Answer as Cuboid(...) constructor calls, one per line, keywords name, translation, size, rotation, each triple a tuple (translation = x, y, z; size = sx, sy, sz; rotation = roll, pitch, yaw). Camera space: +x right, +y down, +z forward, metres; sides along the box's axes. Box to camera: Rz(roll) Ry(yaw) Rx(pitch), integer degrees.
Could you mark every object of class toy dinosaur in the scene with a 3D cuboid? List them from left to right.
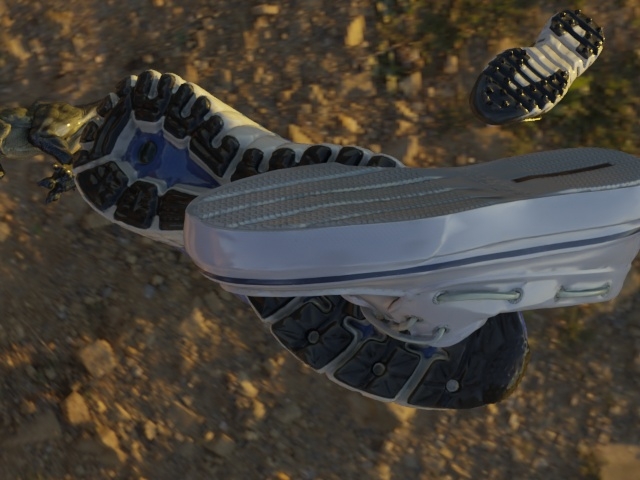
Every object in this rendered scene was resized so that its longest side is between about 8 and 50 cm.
Cuboid(name="toy dinosaur", translation=(-0.197, -0.075, 1.054), size=(0.268, 0.118, 0.064), rotation=(-15, 136, -31))

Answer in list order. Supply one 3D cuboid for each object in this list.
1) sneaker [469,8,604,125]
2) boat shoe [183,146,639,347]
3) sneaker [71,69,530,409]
Cuboid(name="sneaker", translation=(0.215, -0.159, 1.395), size=(0.078, 0.106, 0.234), rotation=(42, 44, 8))
Cuboid(name="boat shoe", translation=(0.051, 0.011, 0.565), size=(0.226, 0.083, 0.075), rotation=(-6, 112, -24))
Cuboid(name="sneaker", translation=(0.000, 0.000, 0.833), size=(0.129, 0.330, 0.147), rotation=(-58, 148, 2))
